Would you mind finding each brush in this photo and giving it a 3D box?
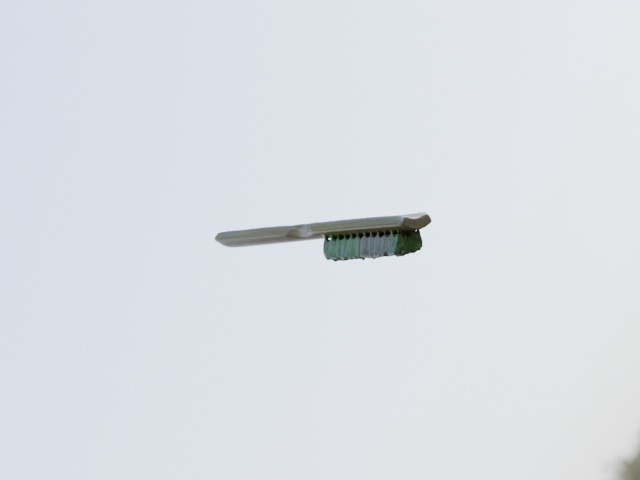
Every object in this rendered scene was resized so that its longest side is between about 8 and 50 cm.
[{"bbox_3d":[0.000,0.000,2.124,0.054,0.282,0.048,0,-93,-47],"label":"brush"}]
